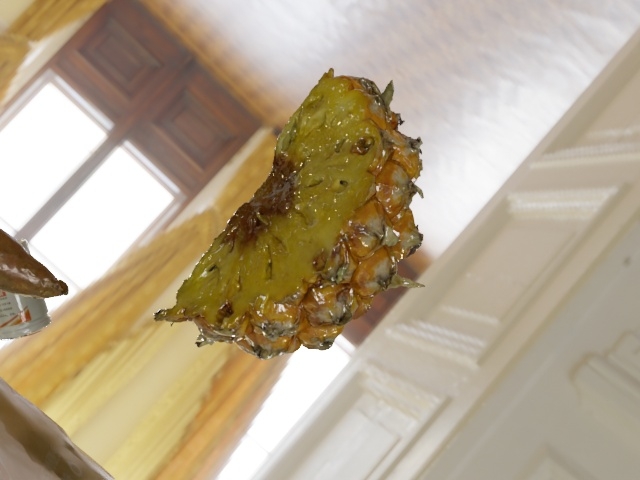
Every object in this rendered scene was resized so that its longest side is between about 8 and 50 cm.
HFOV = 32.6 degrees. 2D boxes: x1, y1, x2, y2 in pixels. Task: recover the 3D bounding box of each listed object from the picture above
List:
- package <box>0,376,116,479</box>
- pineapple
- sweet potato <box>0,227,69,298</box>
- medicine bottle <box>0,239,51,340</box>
[{"bbox_3d":[-0.200,0.167,0.509,0.221,0.165,0.311,46,176,-15],"label":"package"},{"bbox_3d":[0.001,0.000,0.744,0.135,0.233,0.079,35,-176,34],"label":"pineapple"},{"bbox_3d":[-0.317,-0.042,0.785,0.314,0.066,0.072,35,-157,0],"label":"sweet potato"},{"bbox_3d":[-0.305,0.049,1.083,0.057,0.057,0.089,-163,58,-70],"label":"medicine bottle"}]
